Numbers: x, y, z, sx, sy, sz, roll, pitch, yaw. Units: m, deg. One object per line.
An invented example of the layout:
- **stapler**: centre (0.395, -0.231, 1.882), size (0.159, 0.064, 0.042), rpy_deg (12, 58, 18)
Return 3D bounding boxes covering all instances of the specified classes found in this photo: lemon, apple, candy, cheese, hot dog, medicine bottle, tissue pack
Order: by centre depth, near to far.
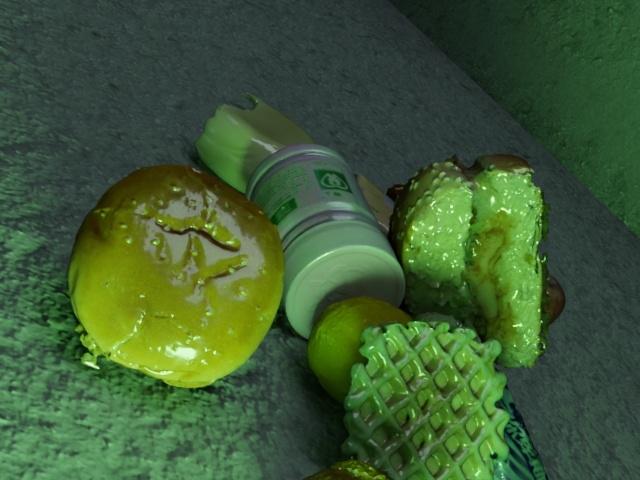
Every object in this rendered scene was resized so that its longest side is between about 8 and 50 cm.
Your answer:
- **lemon**: centre (0.072, 0.174, 1.828), size (0.180, 0.180, 0.193), rpy_deg (12, 40, -44)
- **candy**: centre (0.289, 0.335, 1.862), size (0.145, 0.070, 0.275), rpy_deg (-10, 76, -50)
- **medicine bottle**: centre (0.000, 0.000, 2.032), size (0.212, 0.212, 0.325), rpy_deg (22, 27, -30)
- **tissue pack**: centre (0.132, 0.007, 2.323), size (0.256, 0.123, 0.215), rpy_deg (42, 21, -11)
- **cheese**: centre (-0.119, -0.180, 2.332), size (0.233, 0.127, 0.266), rpy_deg (42, 22, 15)
- **apple**: centre (0.445, 0.125, 2.539), size (0.153, 0.120, 0.153), rpy_deg (24, 23, -11)
- **hot dog**: centre (0.214, -0.079, 2.688), size (0.099, 0.065, 0.147), rpy_deg (-10, 51, -48)

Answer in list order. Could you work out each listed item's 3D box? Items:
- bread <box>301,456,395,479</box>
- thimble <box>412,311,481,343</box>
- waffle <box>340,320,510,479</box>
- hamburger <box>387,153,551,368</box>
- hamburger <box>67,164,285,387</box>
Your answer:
- **bread**: centre (0.069, 0.385, 1.407), size (0.195, 0.176, 0.246), rpy_deg (18, 28, -33)
- **thimble**: centre (0.182, 0.205, 1.966), size (0.137, 0.143, 0.190), rpy_deg (41, 23, 15)
- **waffle**: centre (0.156, 0.260, 1.727), size (0.309, 0.292, 0.056), rpy_deg (10, -10, -35)
- **hamburger**: centre (0.249, 0.014, 2.092), size (0.268, 0.446, 0.287), rpy_deg (-9, 36, 1)
- **hamburger**: centre (-0.199, 0.052, 1.613), size (0.289, 0.170, 0.314), rpy_deg (26, 60, -8)
